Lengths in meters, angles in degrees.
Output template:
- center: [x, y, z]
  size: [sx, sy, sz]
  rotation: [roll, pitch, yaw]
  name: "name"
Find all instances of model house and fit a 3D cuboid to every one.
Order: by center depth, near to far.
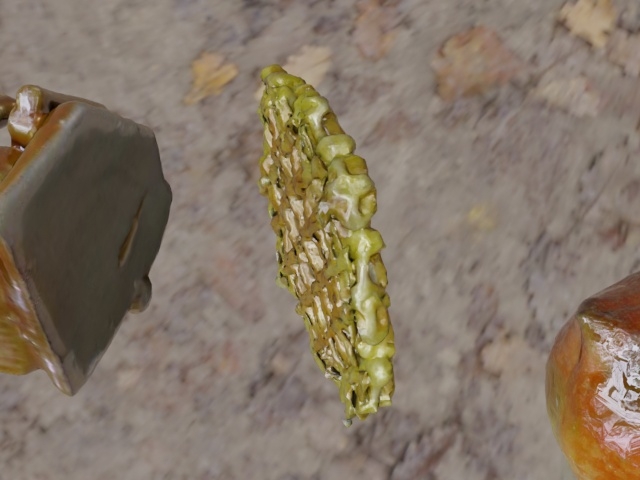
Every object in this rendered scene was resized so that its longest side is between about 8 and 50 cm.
- center: [-0.228, -0.016, 1.113]
  size: [0.229, 0.199, 0.220]
  rotation: [7, 134, 11]
  name: "model house"

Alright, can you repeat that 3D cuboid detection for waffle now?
- center: [0.002, -0.001, 1.413]
  size: [0.052, 0.245, 0.254]
  rotation: [-15, 121, -12]
  name: "waffle"

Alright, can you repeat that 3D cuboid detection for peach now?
- center: [0.292, 0.118, 1.548]
  size: [0.232, 0.232, 0.257]
  rotation: [-31, 126, 17]
  name: "peach"
